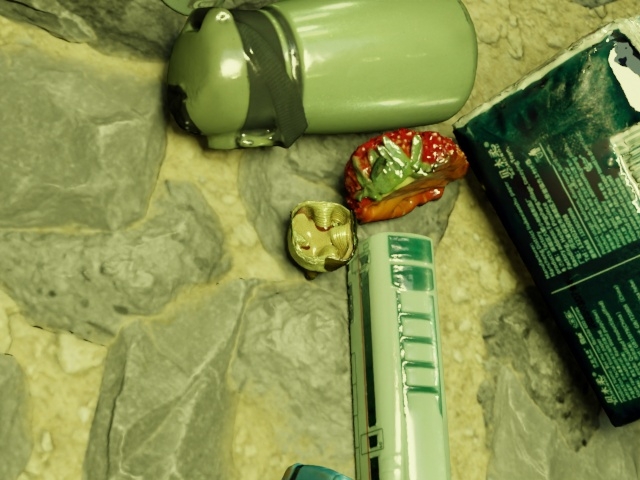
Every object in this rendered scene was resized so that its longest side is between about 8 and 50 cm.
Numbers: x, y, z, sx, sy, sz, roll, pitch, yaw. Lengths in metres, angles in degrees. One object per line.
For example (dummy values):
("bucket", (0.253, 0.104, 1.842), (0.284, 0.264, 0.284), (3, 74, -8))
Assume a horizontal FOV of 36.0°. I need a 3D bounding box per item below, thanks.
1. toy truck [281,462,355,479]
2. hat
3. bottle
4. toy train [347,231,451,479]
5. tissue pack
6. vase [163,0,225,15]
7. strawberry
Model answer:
("toy truck", (-0.038, 0.386, 0.831), (0.161, 0.162, 0.385), (33, 68, -14))
("hat", (0.001, 0.000, 1.083), (0.076, 0.059, 0.077), (5, 62, -9))
("bottle", (-0.003, -0.194, 1.100), (0.347, 0.168, 0.168), (-11, 76, -26))
("toy train", (0.090, 0.194, 1.034), (0.087, 0.088, 0.406), (8, 68, -26))
("tissue pack", (0.383, -0.025, 1.150), (0.253, 0.264, 0.416), (-18, 79, -49))
("vase", (-0.109, -0.339, 1.063), (0.096, 0.219, 0.096), (10, 67, -23))
("strawberry", (0.094, -0.084, 1.122), (0.192, 0.140, 0.085), (-24, 74, -28))
